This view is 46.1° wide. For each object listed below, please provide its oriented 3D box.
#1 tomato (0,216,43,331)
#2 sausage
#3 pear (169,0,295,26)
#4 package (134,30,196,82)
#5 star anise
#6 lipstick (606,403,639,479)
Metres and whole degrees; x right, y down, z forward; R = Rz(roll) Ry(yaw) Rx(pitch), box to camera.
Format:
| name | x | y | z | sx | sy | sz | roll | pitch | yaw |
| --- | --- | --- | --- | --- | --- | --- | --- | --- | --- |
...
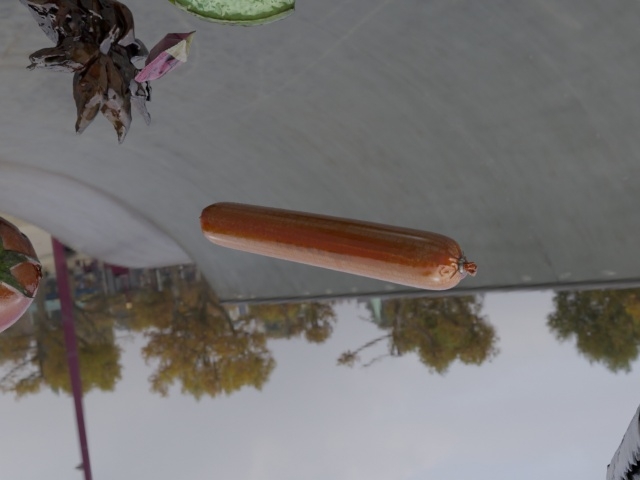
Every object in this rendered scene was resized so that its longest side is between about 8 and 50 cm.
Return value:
| name | x | y | z | sx | sy | sz | roll | pitch | yaw |
| --- | --- | --- | --- | --- | --- | --- | --- | --- | --- |
| tomato | -0.420 | 0.039 | 0.865 | 0.167 | 0.167 | 0.167 | -8 | 179 | 0 |
| sausage | 0.000 | 0.000 | 0.751 | 0.347 | 0.053 | 0.053 | 10 | -169 | 38 |
| pear | -0.081 | -0.398 | 0.944 | 0.159 | 0.293 | 0.292 | 39 | 151 | -30 |
| package | -0.140 | -0.168 | 0.685 | 0.059 | 0.029 | 0.083 | -36 | -163 | 11 |
| star anise | -0.294 | -0.262 | 1.039 | 0.102 | 0.272 | 0.272 | -16 | 176 | 24 |
| lipstick | 0.140 | 0.044 | 0.213 | 0.077 | 0.077 | 0.418 | -9 | 153 | 10 |
